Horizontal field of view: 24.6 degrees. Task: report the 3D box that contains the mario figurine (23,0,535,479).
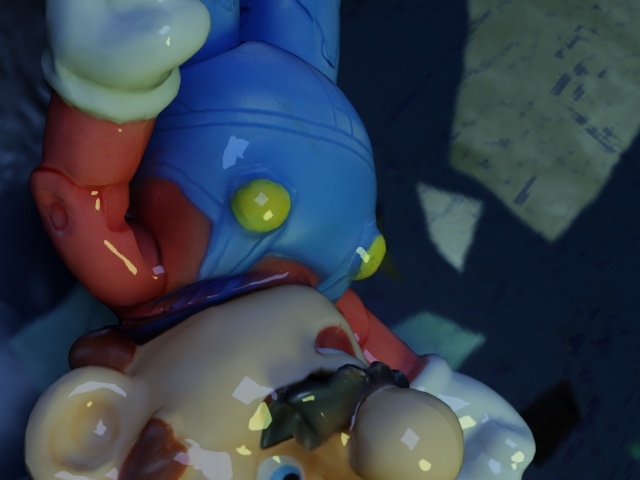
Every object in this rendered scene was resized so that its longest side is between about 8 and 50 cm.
[{"bbox_3d":[0.000,0.000,0.464,0.198,0.170,0.320,6,73,-19],"label":"mario figurine"}]
